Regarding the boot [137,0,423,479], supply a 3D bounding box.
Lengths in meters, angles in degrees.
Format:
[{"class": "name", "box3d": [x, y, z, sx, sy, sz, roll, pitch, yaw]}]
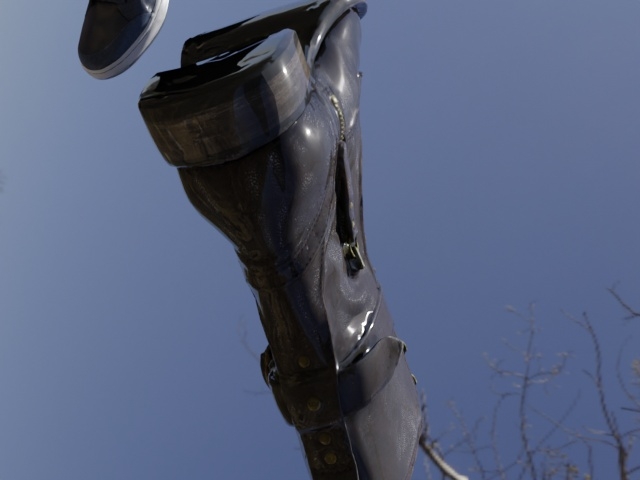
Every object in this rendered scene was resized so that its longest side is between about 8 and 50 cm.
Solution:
[{"class": "boot", "box3d": [0.000, 0.000, 0.450, 0.091, 0.229, 0.263, -13, -157, 19]}]

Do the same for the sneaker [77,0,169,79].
[{"class": "sneaker", "box3d": [-0.195, -0.273, 0.760, 0.086, 0.163, 0.226, 14, -103, 31]}]
